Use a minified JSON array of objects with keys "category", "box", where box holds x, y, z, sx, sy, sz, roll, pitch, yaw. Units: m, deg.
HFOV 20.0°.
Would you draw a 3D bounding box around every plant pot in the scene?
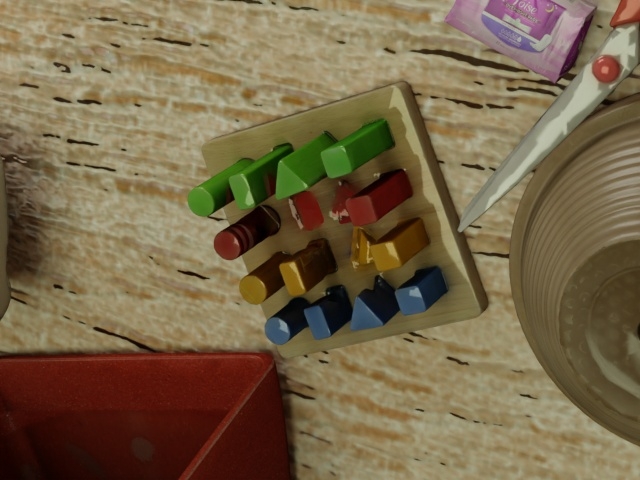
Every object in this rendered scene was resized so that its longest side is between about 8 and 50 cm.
[{"category":"plant pot","box":[-0.164,0.250,1.276,0.267,0.267,0.236,-2,120,29]},{"category":"plant pot","box":[0.212,0.034,1.063,0.237,0.110,0.237,10,112,25]}]

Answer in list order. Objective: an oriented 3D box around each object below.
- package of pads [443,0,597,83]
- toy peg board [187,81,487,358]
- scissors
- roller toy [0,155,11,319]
[{"category":"package of pads","box":[0.120,-0.136,1.092,0.083,0.032,0.050,31,120,15]},{"category":"toy peg board","box":[0.000,0.000,1.182,0.161,0.079,0.161,-14,101,32]},{"category":"scissors","box":[0.184,-0.107,1.046,0.109,0.021,0.297,28,110,7]},{"category":"roller toy","box":[-0.318,0.005,1.283,0.191,0.209,0.146,8,113,19]}]
